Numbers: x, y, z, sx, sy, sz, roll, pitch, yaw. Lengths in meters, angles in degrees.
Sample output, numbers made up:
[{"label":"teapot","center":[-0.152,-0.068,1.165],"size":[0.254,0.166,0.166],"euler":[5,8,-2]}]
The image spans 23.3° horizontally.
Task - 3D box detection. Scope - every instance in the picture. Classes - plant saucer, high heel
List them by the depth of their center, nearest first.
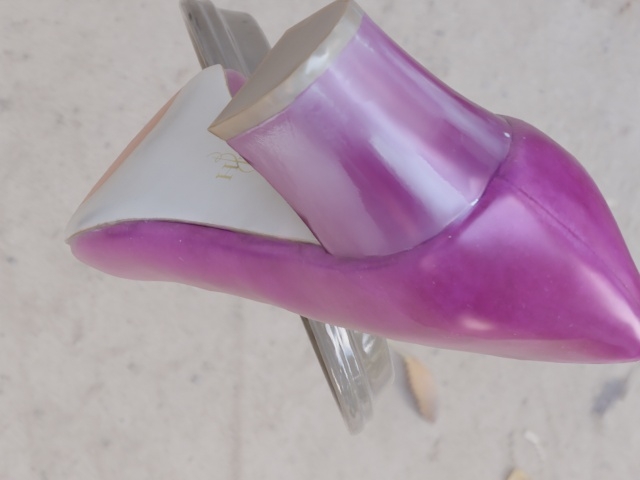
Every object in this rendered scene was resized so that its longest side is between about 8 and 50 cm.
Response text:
[{"label":"high heel","center":[0.000,0.000,0.473],"size":[0.117,0.244,0.082],"euler":[42,66,-13]},{"label":"plant saucer","center":[-0.017,-0.019,0.923],"size":[0.041,0.278,0.278],"euler":[-21,118,-4]}]
